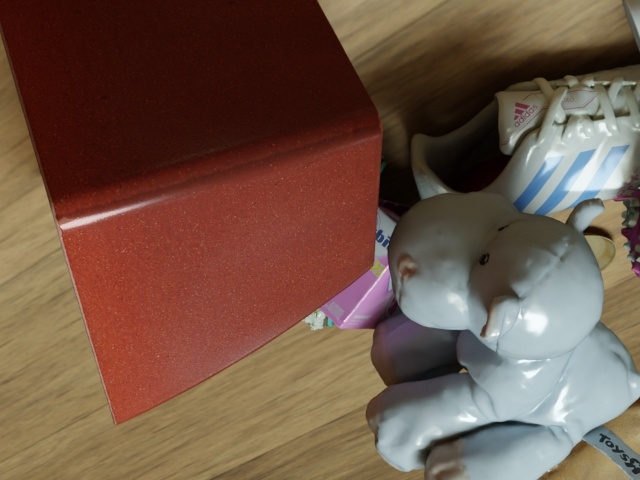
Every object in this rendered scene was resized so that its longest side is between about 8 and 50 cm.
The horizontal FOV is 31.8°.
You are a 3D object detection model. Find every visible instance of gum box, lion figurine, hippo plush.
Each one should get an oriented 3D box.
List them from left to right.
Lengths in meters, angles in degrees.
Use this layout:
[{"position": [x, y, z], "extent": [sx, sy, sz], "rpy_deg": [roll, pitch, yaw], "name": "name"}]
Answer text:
[{"position": [0.071, 0.026, 1.073], "extent": [0.107, 0.062, 0.188], "rpy_deg": [-53, 155, 14], "name": "gum box"}, {"position": [0.146, 0.092, 0.910], "extent": [0.234, 0.294, 0.236], "rpy_deg": [-52, 147, -18], "name": "hippo plush"}, {"position": [0.398, 0.302, 1.546], "extent": [0.240, 0.142, 0.392], "rpy_deg": [19, 121, -21], "name": "lion figurine"}]

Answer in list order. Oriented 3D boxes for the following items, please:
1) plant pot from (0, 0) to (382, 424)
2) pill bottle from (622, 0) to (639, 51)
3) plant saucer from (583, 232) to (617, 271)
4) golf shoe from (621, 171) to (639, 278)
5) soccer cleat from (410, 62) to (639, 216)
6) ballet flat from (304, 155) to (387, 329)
[{"position": [-0.094, -0.061, 0.865], "extent": [0.236, 0.267, 0.267], "rpy_deg": [-15, 144, -13], "name": "plant pot"}, {"position": [0.329, -0.197, 0.897], "extent": [0.160, 0.087, 0.087], "rpy_deg": [-20, 141, 14], "name": "pill bottle"}, {"position": [0.279, 0.015, 1.220], "extent": [0.083, 0.015, 0.083], "rpy_deg": [-5, 142, -4], "name": "plant saucer"}, {"position": [0.356, -0.078, 0.870], "extent": [0.140, 0.115, 0.306], "rpy_deg": [15, 136, -9], "name": "golf shoe"}, {"position": [0.234, -0.096, 0.984], "extent": [0.331, 0.116, 0.143], "rpy_deg": [-24, 141, 18], "name": "soccer cleat"}, {"position": [0.000, 0.000, 1.096], "extent": [0.077, 0.091, 0.241], "rpy_deg": [25, 136, 9], "name": "ballet flat"}]
